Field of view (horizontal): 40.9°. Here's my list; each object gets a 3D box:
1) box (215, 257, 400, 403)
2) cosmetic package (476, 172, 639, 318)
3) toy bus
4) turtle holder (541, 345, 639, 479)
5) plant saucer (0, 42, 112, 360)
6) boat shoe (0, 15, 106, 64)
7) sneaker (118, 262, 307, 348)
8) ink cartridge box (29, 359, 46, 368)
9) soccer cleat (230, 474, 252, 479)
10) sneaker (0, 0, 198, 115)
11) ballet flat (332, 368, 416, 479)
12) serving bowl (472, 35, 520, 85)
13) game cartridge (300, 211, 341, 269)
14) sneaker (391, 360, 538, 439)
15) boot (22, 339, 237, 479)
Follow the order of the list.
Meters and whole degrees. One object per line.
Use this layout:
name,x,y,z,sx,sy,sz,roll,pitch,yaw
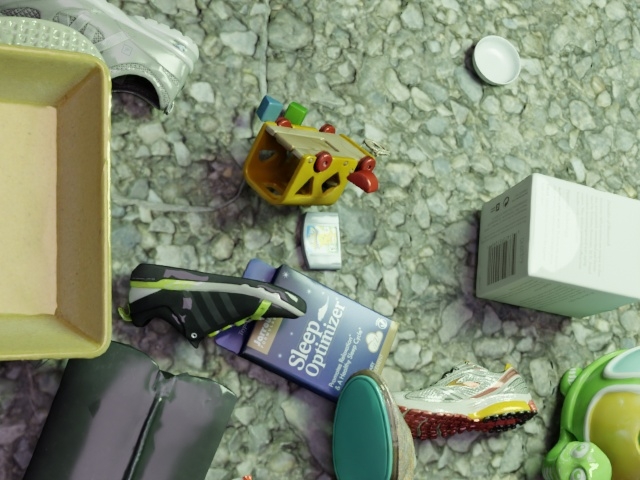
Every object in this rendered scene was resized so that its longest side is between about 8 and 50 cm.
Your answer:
box,-0.016,0.125,1.155,0.225,0.036,0.136,27,69,-10
cosmetic package,0.344,0.014,1.237,0.184,0.151,0.151,12,71,-16
toy bus,-0.010,-0.097,1.177,0.202,0.191,0.104,25,112,-11
turtle holder,0.455,0.254,1.183,0.320,0.227,0.243,15,72,-16
plant saucer,-0.391,-0.040,0.888,0.333,0.081,0.333,2,83,-27
boat shoe,-0.478,-0.113,0.982,0.500,0.156,0.187,-34,98,-26
sneaker,-0.136,0.091,1.093,0.235,0.084,0.097,9,88,3
ink cartridge box,-0.351,0.068,1.008,0.063,0.109,0.150,-39,91,-28
soccer cleat,-0.053,0.354,1.071,0.196,0.076,0.068,35,29,-25
sneaker,-0.302,-0.252,1.114,0.281,0.105,0.115,17,71,-15
ballet flat,0.080,0.324,1.108,0.106,0.107,0.316,8,78,-53
serving bowl,0.277,-0.284,1.372,0.083,0.027,0.083,5,75,-19
game cartridge,0.000,0.000,1.204,0.056,0.017,0.083,0,76,-16
sneaker,0.183,0.218,1.186,0.225,0.088,0.092,0,55,-20
boot,-0.328,0.306,0.929,0.367,0.146,0.445,30,72,-21
